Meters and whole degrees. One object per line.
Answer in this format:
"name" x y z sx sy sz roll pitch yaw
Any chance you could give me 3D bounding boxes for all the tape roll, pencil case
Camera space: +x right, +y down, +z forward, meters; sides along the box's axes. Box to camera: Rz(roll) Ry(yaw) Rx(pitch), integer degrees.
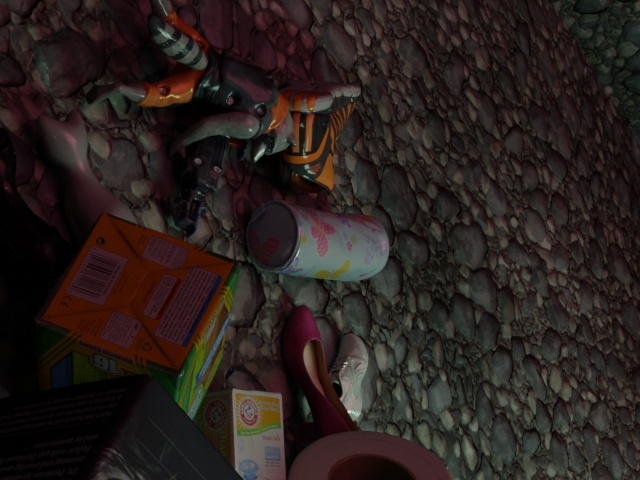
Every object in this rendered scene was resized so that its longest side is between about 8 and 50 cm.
"tape roll" 0.067 0.415 1.576 0.246 0.246 0.169 -41 142 -52
"pencil case" 0.000 0.000 1.797 0.273 0.113 0.124 6 63 -54

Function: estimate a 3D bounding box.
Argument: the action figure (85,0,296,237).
"action figure" -0.169 -0.192 1.589 0.330 0.178 0.341 24 57 -37

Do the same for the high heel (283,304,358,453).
"high heel" 0.008 0.215 1.721 0.082 0.117 0.244 22 60 -48

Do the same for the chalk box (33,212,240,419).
"chalk box" -0.223 0.143 1.321 0.289 0.179 0.180 104 7 -51

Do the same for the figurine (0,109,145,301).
"figurine" -0.339 -0.057 1.378 0.215 0.092 0.209 -31 99 -55

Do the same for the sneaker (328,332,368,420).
"sneaker" 0.042 0.223 1.823 0.061 0.053 0.152 30 55 -42

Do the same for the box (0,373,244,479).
"box" -0.237 0.480 1.136 0.480 0.297 0.472 54 42 -27

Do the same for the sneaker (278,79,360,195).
"sneaker" -0.014 -0.176 1.858 0.321 0.124 0.180 -39 134 -69

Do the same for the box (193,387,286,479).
"box" -0.121 0.313 1.517 0.114 0.103 0.203 18 63 -51
